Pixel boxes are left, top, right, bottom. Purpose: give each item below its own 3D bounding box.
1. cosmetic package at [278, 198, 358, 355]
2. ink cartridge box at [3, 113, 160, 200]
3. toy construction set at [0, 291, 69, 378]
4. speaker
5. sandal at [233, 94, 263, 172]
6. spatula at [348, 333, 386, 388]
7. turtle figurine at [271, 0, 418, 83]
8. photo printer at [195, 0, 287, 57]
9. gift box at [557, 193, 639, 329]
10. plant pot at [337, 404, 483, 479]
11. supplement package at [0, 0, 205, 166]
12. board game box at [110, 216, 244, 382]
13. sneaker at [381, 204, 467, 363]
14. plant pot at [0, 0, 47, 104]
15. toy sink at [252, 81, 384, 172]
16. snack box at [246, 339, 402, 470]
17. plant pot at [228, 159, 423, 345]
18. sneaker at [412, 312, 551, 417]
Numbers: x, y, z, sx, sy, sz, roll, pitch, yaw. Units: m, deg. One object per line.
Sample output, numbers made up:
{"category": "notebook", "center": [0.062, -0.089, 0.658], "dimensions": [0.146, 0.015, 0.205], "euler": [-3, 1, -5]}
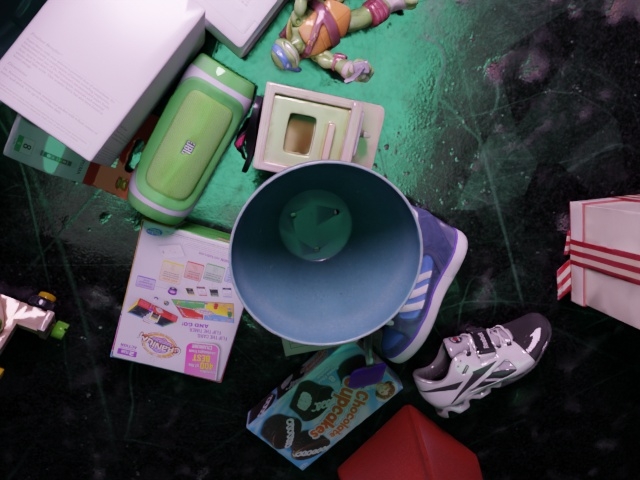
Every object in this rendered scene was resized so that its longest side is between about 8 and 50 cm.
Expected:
{"category": "cosmetic package", "center": [-0.027, 0.064, 0.972], "dimensions": [0.160, 0.113, 0.309], "euler": [-10, 109, -2]}
{"category": "ink cartridge box", "center": [-0.433, -0.193, 0.876], "dimensions": [0.225, 0.056, 0.181], "euler": [24, 97, -10]}
{"category": "toy construction set", "center": [-0.652, 0.212, 0.933], "dimensions": [0.237, 0.257, 0.309], "euler": [23, 126, -24]}
{"category": "speaker", "center": [-0.239, -0.180, 0.869], "dimensions": [0.131, 0.131, 0.296], "euler": [29, 103, -13]}
{"category": "sandal", "center": [-0.136, -0.196, 0.871], "dimensions": [0.040, 0.067, 0.179], "euler": [11, 147, -7]}
{"category": "spatula", "center": [0.099, 0.207, 0.967], "dimensions": [0.084, 0.030, 0.296], "euler": [-10, 123, -14]}
{"category": "turtle figurine", "center": [0.051, -0.373, 0.767], "dimensions": [0.266, 0.275, 0.198], "euler": [-43, 90, -11]}
{"category": "photo printer", "center": [-0.173, -0.505, 0.777], "dimensions": [0.307, 0.107, 0.256], "euler": [38, 101, -14]}
{"category": "gift box", "center": [0.646, 0.047, 0.943], "dimensions": [0.255, 0.258, 0.276], "euler": [-2, 100, -5]}
{"category": "plant pot", "center": [0.233, 0.608, 1.106], "dimensions": [0.267, 0.236, 0.267], "euler": [40, 100, -16]}
{"category": "supplement package", "center": [-0.341, -0.289, 0.765], "dimensions": [0.177, 0.175, 0.293], "euler": [37, 86, -14]}
{"category": "board game box", "center": [-0.281, 0.125, 0.995], "dimensions": [0.242, 0.064, 0.316], "euler": [17, 106, -10]}
{"category": "sneaker", "center": [0.132, 0.078, 0.976], "dimensions": [0.236, 0.130, 0.322], "euler": [22, 103, -14]}
{"category": "plant pot", "center": [-0.548, -0.415, 0.635], "dimensions": [0.334, 0.341, 0.341], "euler": [37, 102, -9]}
{"category": "toy sink", "center": [0.004, -0.194, 0.880], "dimensions": [0.234, 0.131, 0.152], "euler": [11, 107, -8]}
{"category": "snack box", "center": [0.008, 0.372, 1.102], "dimensions": [0.322, 0.060, 0.187], "euler": [-43, 107, 9]}
{"category": "plant pot", "center": [0.000, 0.000, 0.793], "dimensions": [0.290, 0.195, 0.290], "euler": [-2, 107, -6]}
{"category": "sneaker", "center": [0.355, 0.255, 1.060], "dimensions": [0.330, 0.122, 0.146], "euler": [-40, 108, 8]}
